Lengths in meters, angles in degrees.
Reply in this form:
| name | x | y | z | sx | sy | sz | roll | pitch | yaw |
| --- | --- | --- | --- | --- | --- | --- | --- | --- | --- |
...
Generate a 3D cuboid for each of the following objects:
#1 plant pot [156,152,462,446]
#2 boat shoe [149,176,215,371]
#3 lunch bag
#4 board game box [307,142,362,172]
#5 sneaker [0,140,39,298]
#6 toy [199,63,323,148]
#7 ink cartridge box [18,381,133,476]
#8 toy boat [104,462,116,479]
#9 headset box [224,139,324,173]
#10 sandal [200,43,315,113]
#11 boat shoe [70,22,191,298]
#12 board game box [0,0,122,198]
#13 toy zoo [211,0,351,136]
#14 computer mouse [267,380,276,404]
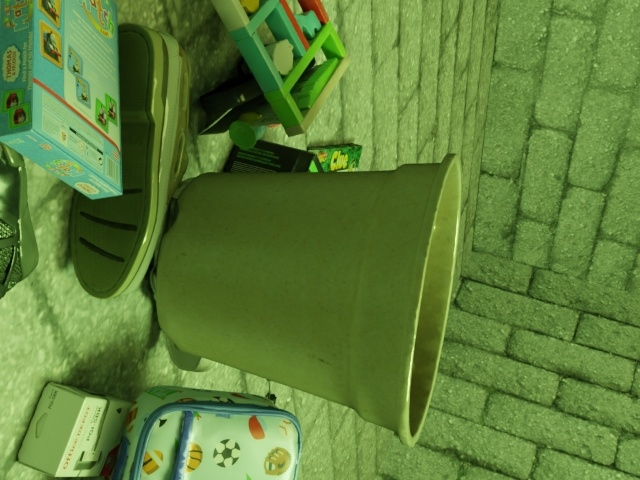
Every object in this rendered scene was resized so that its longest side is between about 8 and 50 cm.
| name | x | y | z | sx | sy | sz | roll | pitch | yaw |
| --- | --- | --- | --- | --- | --- | --- | --- | --- | --- |
| plant pot | -0.012 | 0.045 | 1.005 | 0.334 | 0.305 | 0.334 | 9 | 90 | -76 |
| boat shoe | -0.188 | 0.057 | 1.145 | 0.096 | 0.098 | 0.277 | -32 | 126 | -63 |
| lunch bag | -0.161 | 0.343 | 1.093 | 0.243 | 0.115 | 0.303 | 11 | 92 | -30 |
| board game box | 0.020 | -0.123 | 1.704 | 0.260 | 0.030 | 0.136 | -22 | 124 | -67 |
| sneaker | -0.312 | -0.019 | 0.718 | 0.130 | 0.087 | 0.227 | -64 | 166 | -46 |
| toy | -0.057 | -0.192 | 1.236 | 0.237 | 0.137 | 0.056 | -48 | 127 | -51 |
| ink cartridge box | -0.291 | 0.232 | 1.035 | 0.135 | 0.056 | 0.099 | 44 | 63 | -70 |
| toy boat | -0.207 | 0.307 | 1.219 | 0.231 | 0.151 | 0.151 | 23 | 86 | -40 |
| headset box | -0.081 | 0.005 | 1.346 | 0.246 | 0.131 | 0.283 | 63 | 46 | -65 |
| sandal | -0.083 | -0.245 | 1.213 | 0.254 | 0.097 | 0.054 | -46 | 121 | -56 |
| boat shoe | -0.199 | -0.083 | 0.959 | 0.103 | 0.113 | 0.302 | -4 | 108 | -65 |
| board game box | -0.234 | -0.163 | 0.778 | 0.160 | 0.039 | 0.211 | 49 | 35 | -69 |
| toy zoo | -0.064 | -0.305 | 1.096 | 0.293 | 0.030 | 0.192 | 60 | 38 | -28 |
| computer mouse | -0.090 | 0.285 | 1.698 | 0.071 | 0.041 | 0.242 | -44 | 146 | -58 |
